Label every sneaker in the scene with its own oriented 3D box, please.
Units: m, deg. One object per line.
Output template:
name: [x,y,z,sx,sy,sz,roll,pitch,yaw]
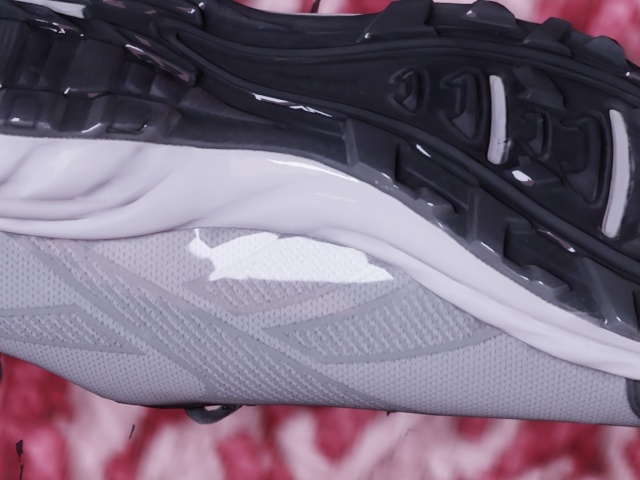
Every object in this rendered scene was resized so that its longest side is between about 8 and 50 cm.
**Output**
sneaker: [0.000,0.000,0.466,0.272,0.100,0.108,14,132,0]
